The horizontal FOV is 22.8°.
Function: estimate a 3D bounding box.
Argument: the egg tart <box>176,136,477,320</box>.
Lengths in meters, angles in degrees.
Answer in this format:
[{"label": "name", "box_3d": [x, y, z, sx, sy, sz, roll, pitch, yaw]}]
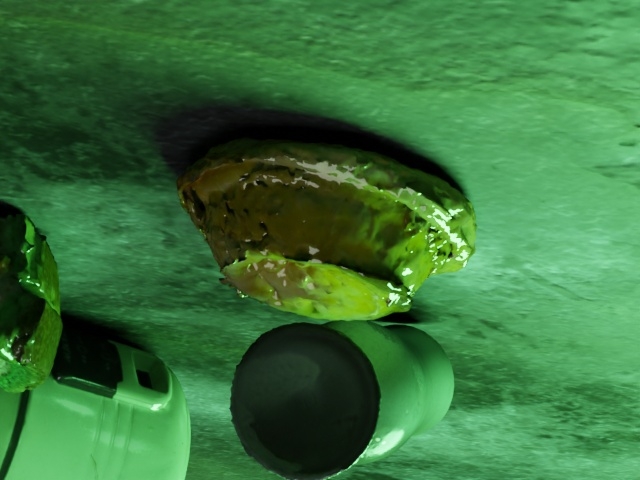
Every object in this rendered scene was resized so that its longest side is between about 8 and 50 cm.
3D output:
[{"label": "egg tart", "box_3d": [0.000, 0.000, 0.977, 0.191, 0.074, 0.191, 11, 160, 4]}]

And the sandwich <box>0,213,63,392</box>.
[{"label": "sandwich", "box_3d": [-0.267, 0.046, 1.161, 0.160, 0.109, 0.185, 10, 159, -6]}]

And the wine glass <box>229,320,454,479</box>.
[{"label": "wine glass", "box_3d": [0.024, 0.104, 1.102, 0.103, 0.103, 0.231, 3, 179, 17]}]

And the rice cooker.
[{"label": "rice cooker", "box_3d": [-0.244, 0.172, 1.340, 0.244, 0.226, 0.226, 18, 158, -24]}]
